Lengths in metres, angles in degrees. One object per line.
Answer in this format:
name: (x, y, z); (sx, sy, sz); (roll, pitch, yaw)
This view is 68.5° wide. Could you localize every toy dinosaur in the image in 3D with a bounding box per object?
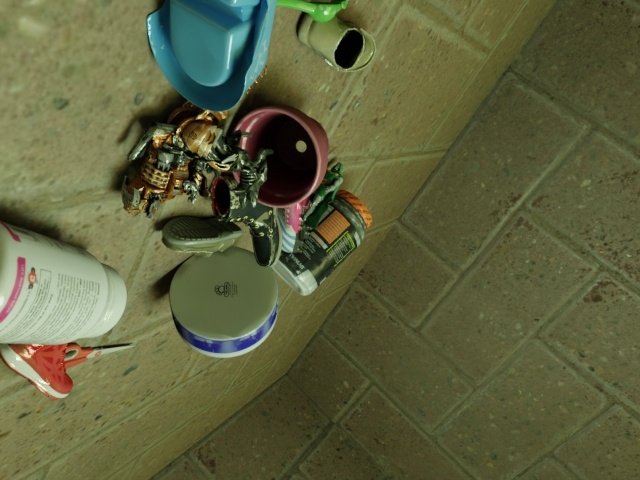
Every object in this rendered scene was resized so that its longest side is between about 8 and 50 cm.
toy dinosaur: (-0.197, -0.159, 0.809); (0.322, 0.164, 0.218); (-31, 152, 18)

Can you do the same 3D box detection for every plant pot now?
plant pot: (-0.068, -0.191, 1.002); (0.201, 0.201, 0.180); (-57, 178, 28)

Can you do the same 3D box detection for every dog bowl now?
dog bowl: (-0.133, -0.311, 0.598); (0.074, 0.166, 0.297); (-51, 168, -41)
dog bowl: (-0.237, 0.148, 1.171); (0.265, 0.265, 0.104); (-39, 159, -30)

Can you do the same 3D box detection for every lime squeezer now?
lime squeezer: (0.016, -0.459, 0.823); (0.310, 0.059, 0.110); (-44, 122, -13)

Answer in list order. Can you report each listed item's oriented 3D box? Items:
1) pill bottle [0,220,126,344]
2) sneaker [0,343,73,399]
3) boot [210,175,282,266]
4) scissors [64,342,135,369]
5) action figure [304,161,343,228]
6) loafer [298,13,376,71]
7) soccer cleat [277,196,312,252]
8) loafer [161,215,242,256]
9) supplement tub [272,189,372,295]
pill bottle: (-0.426, 0.073, 0.698); (0.160, 0.160, 0.283); (-47, 164, -4)
sneaker: (-0.513, 0.224, 0.924); (0.128, 0.087, 0.221); (-42, 156, -23)
boot: (-0.173, -0.043, 1.093); (0.178, 0.085, 0.236); (-13, 104, -58)
scissors: (-0.531, 0.259, 1.098); (0.109, 0.021, 0.297); (-57, 160, 20)
action figure: (-0.004, -0.149, 1.401); (0.232, 0.137, 0.063); (-51, 153, -22)
loafer: (0.052, -0.398, 0.975); (0.102, 0.092, 0.268); (-54, 162, 26)
soccer cleat: (-0.101, -0.074, 1.240); (0.331, 0.143, 0.116); (99, 10, -56)
loafer: (-0.267, 0.003, 1.065); (0.087, 0.094, 0.251); (-58, 162, 15)
supplement tub: (0.000, 0.000, 1.548); (0.338, 0.207, 0.207); (-43, 163, -16)
